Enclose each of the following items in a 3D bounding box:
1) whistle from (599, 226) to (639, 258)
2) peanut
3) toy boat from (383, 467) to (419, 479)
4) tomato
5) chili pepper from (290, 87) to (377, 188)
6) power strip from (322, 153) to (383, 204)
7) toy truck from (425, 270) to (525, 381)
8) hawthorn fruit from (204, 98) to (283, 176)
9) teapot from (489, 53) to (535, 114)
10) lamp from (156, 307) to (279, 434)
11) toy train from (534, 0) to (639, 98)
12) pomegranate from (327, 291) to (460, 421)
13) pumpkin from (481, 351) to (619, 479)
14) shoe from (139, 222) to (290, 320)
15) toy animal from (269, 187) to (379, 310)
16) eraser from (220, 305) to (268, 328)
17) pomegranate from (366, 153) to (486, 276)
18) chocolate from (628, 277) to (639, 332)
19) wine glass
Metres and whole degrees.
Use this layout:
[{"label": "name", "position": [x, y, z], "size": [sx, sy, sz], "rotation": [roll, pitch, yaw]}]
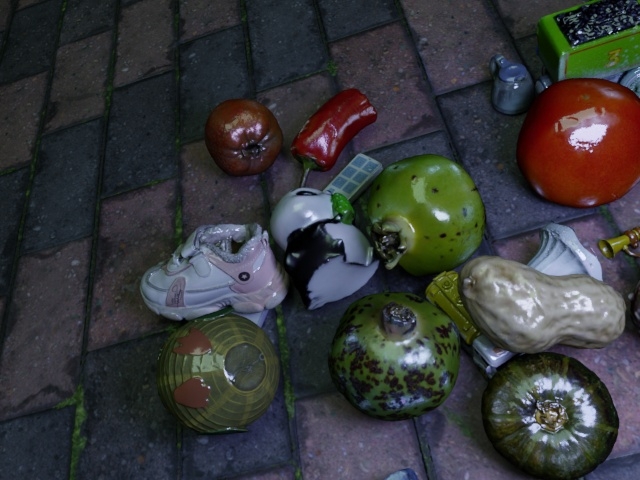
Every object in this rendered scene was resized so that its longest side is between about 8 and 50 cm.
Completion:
[{"label": "whistle", "position": [0.638, 0.003, 1.283], "size": [0.109, 0.046, 0.057], "rotation": [-20, 38, -3]}, {"label": "peanut", "position": [0.380, 0.124, 1.093], "size": [0.292, 0.143, 0.159], "rotation": [12, 81, -1]}, {"label": "toy boat", "position": [0.111, 0.526, 1.070], "size": [0.127, 0.078, 0.282], "rotation": [8, 60, 27]}, {"label": "tomato", "position": [0.565, -0.226, 1.353], "size": [0.299, 0.226, 0.298], "rotation": [-11, 53, 15]}, {"label": "chili pepper", "position": [-0.005, -0.251, 1.623], "size": [0.135, 0.131, 0.338], "rotation": [27, 70, 42]}, {"label": "power strip", "position": [0.075, -0.142, 1.579], "size": [0.081, 0.035, 0.192], "rotation": [33, 70, 34]}, {"label": "toy truck", "position": [0.302, 0.166, 1.234], "size": [0.098, 0.114, 0.227], "rotation": [-34, 53, -6]}, {"label": "hawthorn fruit", "position": [-0.222, -0.292, 1.681], "size": [0.211, 0.210, 0.262], "rotation": [-35, 45, -7]}, {"label": "teapot", "position": [0.485, -0.404, 1.577], "size": [0.111, 0.108, 0.149], "rotation": [-2, 56, 15]}, {"label": "lamp", "position": [-0.217, 0.268, 1.277], "size": [0.284, 0.250, 0.250], "rotation": [-24, 38, 54]}, {"label": "toy train", "position": [0.657, -0.438, 1.457], "size": [0.308, 0.248, 0.173], "rotation": [-16, 55, 7]}, {"label": "pomegranate", "position": [0.140, 0.206, 1.168], "size": [0.255, 0.270, 0.254], "rotation": [2, 49, -2]}, {"label": "pumpkin", "position": [0.393, 0.302, 1.082], "size": [0.224, 0.157, 0.223], "rotation": [-5, 74, 19]}, {"label": "shoe", "position": [-0.253, 0.053, 1.429], "size": [0.351, 0.198, 0.171], "rotation": [-6, 36, 7]}, {"label": "toy animal", "position": [0.005, -0.007, 1.400], "size": [0.213, 0.212, 0.266], "rotation": [-22, 58, 3]}, {"label": "eraser", "position": [-0.204, 0.181, 1.451], "size": [0.151, 0.023, 0.103], "rotation": [7, 56, 24]}, {"label": "pomegranate", "position": [0.206, -0.042, 1.295], "size": [0.261, 0.260, 0.341], "rotation": [12, 28, 26]}, {"label": "chocolate", "position": [0.696, 0.084, 1.100], "size": [0.340, 0.225, 0.210], "rotation": [-37, 45, -13]}, {"label": "wine glass", "position": [0.433, 0.080, 1.234], "size": [0.197, 0.165, 0.165], "rotation": [-38, 53, 0]}]
